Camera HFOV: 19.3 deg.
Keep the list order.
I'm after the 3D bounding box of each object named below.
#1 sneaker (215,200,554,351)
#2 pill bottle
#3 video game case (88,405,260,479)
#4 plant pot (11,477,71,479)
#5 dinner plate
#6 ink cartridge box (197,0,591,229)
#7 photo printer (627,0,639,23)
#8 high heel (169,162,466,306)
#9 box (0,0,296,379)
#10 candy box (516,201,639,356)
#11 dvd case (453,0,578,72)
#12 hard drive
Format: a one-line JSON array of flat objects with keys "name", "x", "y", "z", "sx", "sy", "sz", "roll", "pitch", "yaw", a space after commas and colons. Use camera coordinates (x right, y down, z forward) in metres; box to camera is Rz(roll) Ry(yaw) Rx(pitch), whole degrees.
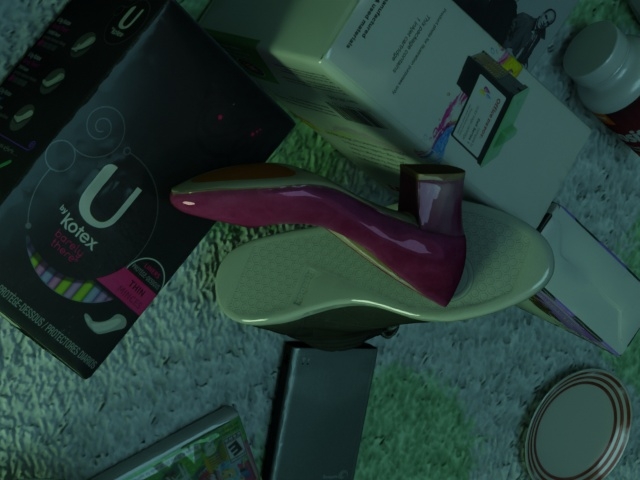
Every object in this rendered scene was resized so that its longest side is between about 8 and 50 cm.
[{"name": "sneaker", "x": 0.071, "y": 0.032, "z": 1.626, "sx": 0.147, "sy": 0.296, "sz": 0.104, "roll": 24, "pitch": 61, "yaw": -65}, {"name": "pill bottle", "x": 0.303, "y": -0.143, "z": 1.809, "sx": 0.152, "sy": 0.086, "sz": 0.086, "roll": 37, "pitch": 84, "yaw": -34}, {"name": "video game case", "x": -0.141, "y": 0.278, "z": 1.702, "sx": 0.212, "sy": 0.023, "sz": 0.193, "roll": -27, "pitch": 118, "yaw": -22}, {"name": "plant pot", "x": -0.235, "y": 0.370, "z": 1.549, "sx": 0.290, "sy": 0.290, "sz": 0.195, "roll": -22, "pitch": 153, "yaw": -25}, {"name": "dinner plate", "x": 0.263, "y": 0.197, "z": 1.933, "sx": 0.141, "sy": 0.017, "sz": 0.141, "roll": -10, "pitch": 111, "yaw": -28}, {"name": "ink cartridge box", "x": 0.064, "y": -0.134, "z": 1.590, "sx": 0.278, "sy": 0.201, "sz": 0.117, "roll": 37, "pitch": 80, "yaw": -35}, {"name": "photo printer", "x": 0.470, "y": -0.263, "z": 1.861, "sx": 0.307, "sy": 0.107, "sz": 0.256, "roll": -46, "pitch": 123, "yaw": -11}, {"name": "high heel", "x": 0.000, "y": 0.000, "z": 1.481, "sx": 0.244, "sy": 0.082, "sz": 0.117, "roll": -3, "pitch": 106, "yaw": -22}, {"name": "box", "x": -0.181, "y": -0.055, "z": 1.499, "sx": 0.270, "sy": 0.143, "sz": 0.165, "roll": -52, "pitch": 125, "yaw": -8}, {"name": "candy box", "x": 0.187, "y": 0.011, "z": 1.716, "sx": 0.165, "sy": 0.196, "sz": 0.070, "roll": 39, "pitch": 84, "yaw": -34}, {"name": "dvd case", "x": 0.170, "y": -0.256, "z": 1.724, "sx": 0.179, "sy": 0.029, "sz": 0.238, "roll": 38, "pitch": 83, "yaw": -34}, {"name": "hard drive", "x": -0.001, "y": 0.162, "z": 1.753, "sx": 0.094, "sy": 0.022, "sz": 0.135, "roll": 3, "pitch": 104, "yaw": -33}]
